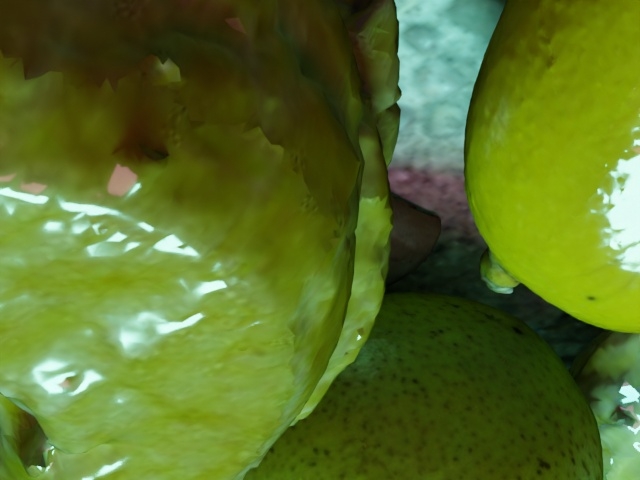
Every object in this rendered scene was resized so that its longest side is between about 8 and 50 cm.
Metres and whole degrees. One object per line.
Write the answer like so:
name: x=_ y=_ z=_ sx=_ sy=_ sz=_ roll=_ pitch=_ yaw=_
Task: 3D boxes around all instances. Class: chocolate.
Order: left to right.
chocolate: x=0.000 y=0.000 z=0.735 sx=0.100 sy=0.031 sz=0.064 roll=27 pitch=138 yaw=-34

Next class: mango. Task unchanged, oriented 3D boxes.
mango: x=0.160 y=-0.076 z=0.580 sx=0.176 sy=0.119 sz=0.317 roll=21 pitch=129 yaw=-25

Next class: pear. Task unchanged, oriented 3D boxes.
pear: x=0.023 y=0.114 z=0.749 sx=0.198 sy=0.198 sz=0.198 roll=-2 pitch=142 yaw=-1

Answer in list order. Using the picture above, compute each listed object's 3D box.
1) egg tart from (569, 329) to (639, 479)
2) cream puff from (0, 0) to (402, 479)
egg tart: x=0.274 y=0.115 z=0.809 sx=0.351 sy=0.150 sz=0.352 roll=-3 pitch=145 yaw=-2
cream puff: x=-0.144 y=-0.035 z=0.520 sx=0.342 sy=0.231 sz=0.327 roll=0 pitch=147 yaw=-15
